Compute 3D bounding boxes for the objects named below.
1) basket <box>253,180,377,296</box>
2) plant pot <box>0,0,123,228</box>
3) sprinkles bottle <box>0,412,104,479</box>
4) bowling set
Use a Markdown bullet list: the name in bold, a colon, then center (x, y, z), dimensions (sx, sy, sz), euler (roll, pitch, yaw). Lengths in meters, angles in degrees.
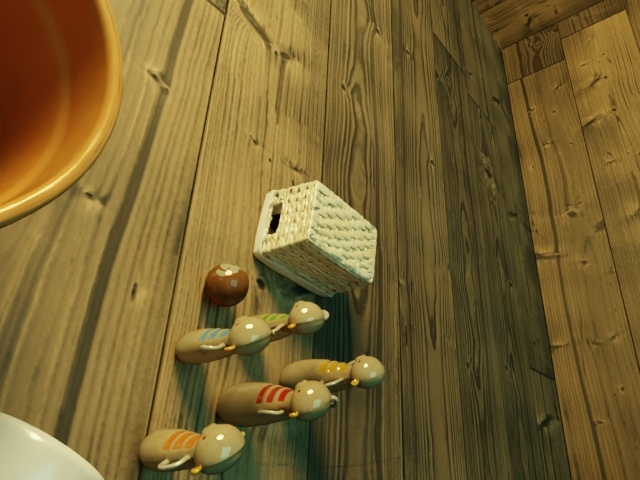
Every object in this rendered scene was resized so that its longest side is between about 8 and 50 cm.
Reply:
- **basket**: center (0.000, 0.000, 0.715), dimensions (0.167, 0.103, 0.113), euler (36, 51, -40)
- **plant pot**: center (-0.305, -0.113, 0.284), dimensions (0.291, 0.204, 0.290), euler (24, 58, -46)
- **sprinkles bottle**: center (-0.270, 0.269, 0.240), dimensions (0.121, 0.121, 0.355), euler (54, 40, -23)
- **bowling set**: center (-0.069, 0.116, 0.535), dimensions (0.287, 0.154, 0.199), euler (-14, 87, -54)
